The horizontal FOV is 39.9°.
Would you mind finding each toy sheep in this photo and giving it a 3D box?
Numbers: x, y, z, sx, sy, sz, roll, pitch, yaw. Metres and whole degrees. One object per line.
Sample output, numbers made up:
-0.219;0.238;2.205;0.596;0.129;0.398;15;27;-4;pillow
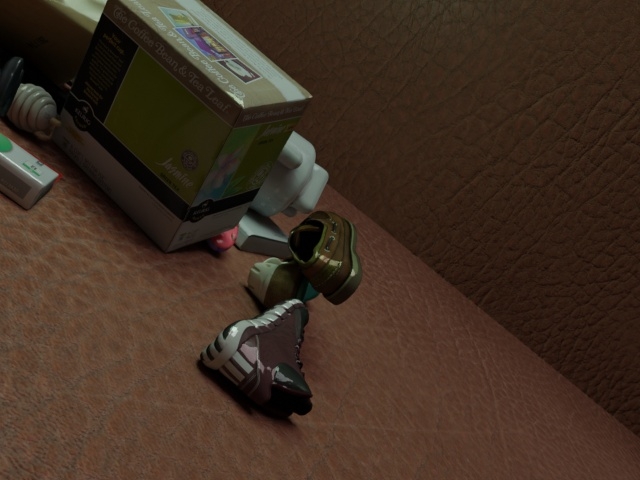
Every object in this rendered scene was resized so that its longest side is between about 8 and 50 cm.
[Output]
-0.502;-0.228;1.538;0.132;0.091;0.091;23;7;15;toy sheep

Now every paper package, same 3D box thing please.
-0.545;-0.456;1.660;0.310;0.168;0.325;32;-26;-32;paper package

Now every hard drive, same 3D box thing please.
-0.226;-0.098;2.007;0.353;0.047;0.233;45;13;23;hard drive

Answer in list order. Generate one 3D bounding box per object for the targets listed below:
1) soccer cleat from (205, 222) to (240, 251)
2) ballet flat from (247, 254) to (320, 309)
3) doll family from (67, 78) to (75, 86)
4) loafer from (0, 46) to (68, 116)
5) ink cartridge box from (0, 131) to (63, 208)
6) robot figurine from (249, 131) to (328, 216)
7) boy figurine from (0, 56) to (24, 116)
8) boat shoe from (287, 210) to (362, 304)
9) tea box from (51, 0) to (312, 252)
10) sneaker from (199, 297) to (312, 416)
-0.226;-0.053;1.785;0.083;0.095;0.248;27;31;-35;soccer cleat
-0.070;0.078;1.703;0.124;0.116;0.342;21;11;6;ballet flat
-0.515;-0.334;1.953;0.193;0.076;0.111;44;7;-5;doll family
-0.572;-0.306;1.656;0.223;0.076;0.078;35;6;-46;loafer
-0.483;-0.144;1.357;0.181;0.056;0.224;37;13;-12;ink cartridge box
-0.153;-0.189;1.958;0.354;0.199;0.300;34;-24;-23;robot figurine
-0.598;-0.277;1.320;0.285;0.092;0.177;22;-15;-10;boy figurine
0.000;0.000;1.607;0.104;0.110;0.307;40;9;-21;boat shoe
-0.253;-0.219;1.574;0.329;0.323;0.220;43;32;16;tea box
-0.058;0.190;1.336;0.162;0.106;0.281;47;23;11;sneaker
